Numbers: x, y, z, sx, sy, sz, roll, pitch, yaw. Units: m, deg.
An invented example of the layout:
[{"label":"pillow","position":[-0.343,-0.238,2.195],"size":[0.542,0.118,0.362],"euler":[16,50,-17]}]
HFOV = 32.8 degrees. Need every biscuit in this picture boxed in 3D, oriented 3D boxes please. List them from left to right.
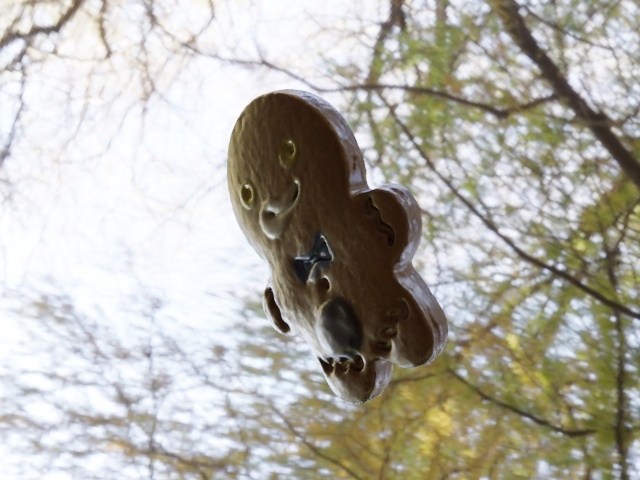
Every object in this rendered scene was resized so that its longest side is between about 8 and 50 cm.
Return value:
[{"label":"biscuit","position":[0.000,0.000,0.786],"size":[0.180,0.039,0.236],"euler":[-46,-114,45]}]
